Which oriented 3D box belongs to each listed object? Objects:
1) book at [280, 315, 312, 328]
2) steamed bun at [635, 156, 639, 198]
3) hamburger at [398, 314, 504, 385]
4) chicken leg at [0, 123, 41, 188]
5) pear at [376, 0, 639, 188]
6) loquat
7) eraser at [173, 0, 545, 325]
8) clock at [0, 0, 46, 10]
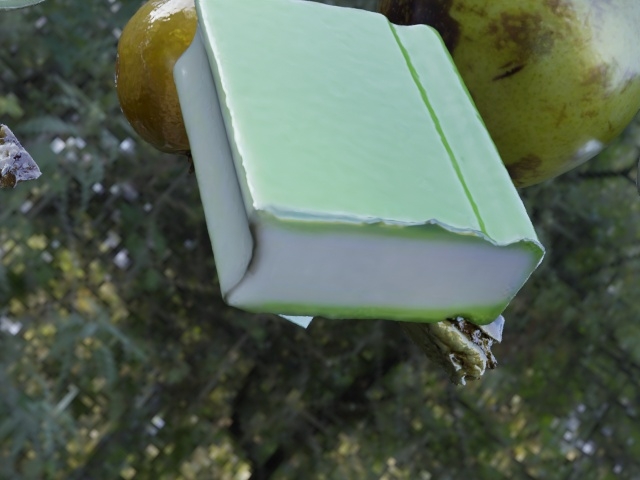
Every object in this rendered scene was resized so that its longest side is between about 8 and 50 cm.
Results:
[{"bbox_3d":[0.000,0.000,1.245,0.017,0.135,0.103,35,2,30],"label":"book"},{"bbox_3d":[0.393,-0.054,1.495,0.177,0.228,0.130,15,-66,-17],"label":"steamed bun"},{"bbox_3d":[0.184,0.101,2.355,0.206,0.130,0.183,57,-14,-30],"label":"hamburger"},{"bbox_3d":[-0.481,0.014,1.791,0.182,0.409,0.295,12,-56,41],"label":"chicken leg"},{"bbox_3d":[0.175,-0.186,1.490,0.283,0.283,0.283,30,-29,19],"label":"pear"},{"bbox_3d":[-0.116,-0.175,1.692,0.208,0.208,0.208,30,-29,19],"label":"loquat"},{"bbox_3d":[0.019,-0.060,1.097,0.210,0.274,0.092,6,-54,-21],"label":"eraser"},{"bbox_3d":[-0.282,-0.328,1.506,0.029,0.235,0.235,36,-23,41],"label":"clock"}]
